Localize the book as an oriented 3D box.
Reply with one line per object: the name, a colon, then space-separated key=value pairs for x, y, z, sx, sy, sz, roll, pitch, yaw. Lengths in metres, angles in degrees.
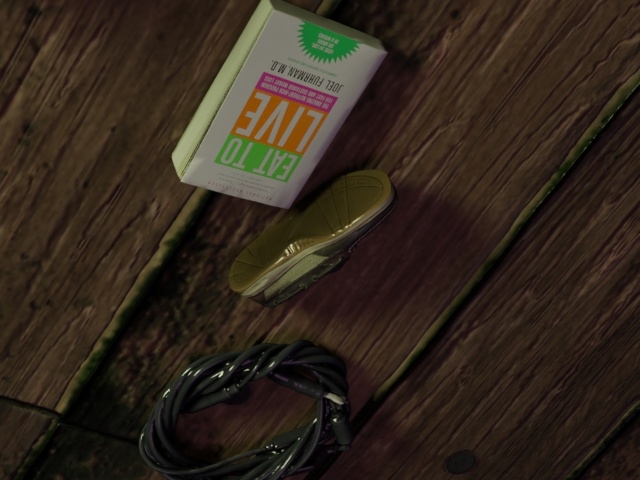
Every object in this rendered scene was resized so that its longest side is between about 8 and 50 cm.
book: x=-0.030 y=-0.094 z=0.914 sx=0.096 sy=0.035 sz=0.144 roll=16 pitch=121 yaw=-30

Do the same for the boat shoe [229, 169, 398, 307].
boat shoe: x=0.000 y=0.000 z=0.983 sx=0.152 sy=0.056 sz=0.049 roll=-31 pitch=134 yaw=23

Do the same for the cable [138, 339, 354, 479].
cable: x=-0.063 y=0.153 z=1.088 sx=0.184 sy=0.047 sz=0.151 roll=-11 pitch=129 yaw=-5
